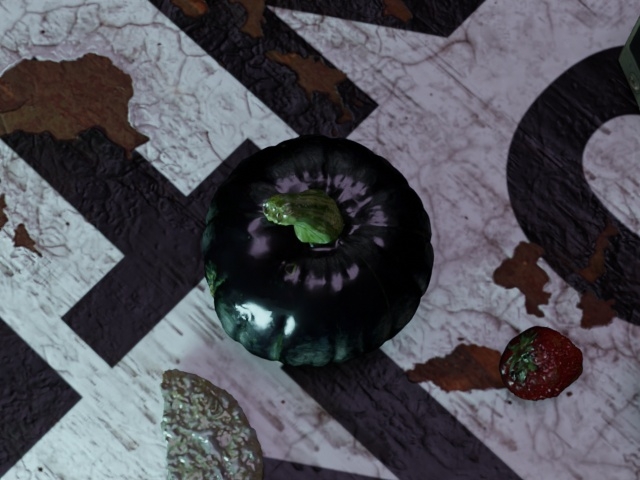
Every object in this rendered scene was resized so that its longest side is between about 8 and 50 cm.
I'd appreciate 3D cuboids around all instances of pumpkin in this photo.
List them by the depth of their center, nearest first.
[{"bbox_3d":[0.000,0.000,1.833,0.295,0.296,0.296,1,72,-2],"label":"pumpkin"}]

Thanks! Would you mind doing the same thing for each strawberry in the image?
[{"bbox_3d":[0.280,0.158,1.888,0.106,0.106,0.106,1,72,-2],"label":"strawberry"}]

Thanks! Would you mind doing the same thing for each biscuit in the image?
[{"bbox_3d":[-0.137,0.282,1.864,0.133,0.032,0.250,1,71,-3],"label":"biscuit"}]

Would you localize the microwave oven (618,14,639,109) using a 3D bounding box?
[{"bbox_3d":[0.513,-0.261,1.946,0.194,0.240,0.145,-20,74,-8],"label":"microwave oven"}]
